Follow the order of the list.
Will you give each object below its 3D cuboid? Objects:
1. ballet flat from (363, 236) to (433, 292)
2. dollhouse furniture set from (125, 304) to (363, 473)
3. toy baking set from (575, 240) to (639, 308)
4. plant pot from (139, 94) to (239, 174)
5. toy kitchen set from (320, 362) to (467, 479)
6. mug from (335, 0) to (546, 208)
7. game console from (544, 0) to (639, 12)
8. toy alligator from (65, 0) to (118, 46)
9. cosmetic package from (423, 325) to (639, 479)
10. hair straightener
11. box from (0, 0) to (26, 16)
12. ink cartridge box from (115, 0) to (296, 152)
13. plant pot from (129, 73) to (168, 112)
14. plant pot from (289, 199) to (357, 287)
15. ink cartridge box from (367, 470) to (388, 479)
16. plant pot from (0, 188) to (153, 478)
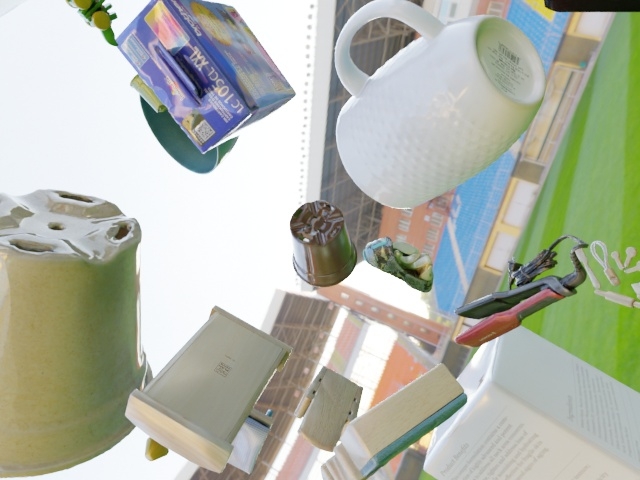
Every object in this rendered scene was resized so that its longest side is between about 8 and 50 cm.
[{"bbox_3d":[0.155,0.042,0.799,0.188,0.070,0.070,22,-90,-41],"label":"ballet flat"},{"bbox_3d":[-0.141,0.307,0.687,0.304,0.286,0.198,-66,-7,31],"label":"dollhouse furniture set"},{"bbox_3d":[0.906,0.102,1.433,0.030,0.256,0.197,-16,-76,-21],"label":"toy baking set"},{"bbox_3d":[-0.324,-0.358,1.293,0.195,0.290,0.290,-46,-29,-34],"label":"plant pot"},{"bbox_3d":[0.104,0.263,0.489,0.122,0.166,0.207,-24,-30,-26],"label":"toy kitchen set"},{"bbox_3d":[0.190,-0.270,0.861,0.276,0.374,0.328,-58,14,-29],"label":"mug"},{"bbox_3d":[0.295,-0.339,0.373,0.044,0.213,0.361,-64,-32,-15],"label":"game console"},{"bbox_3d":[-0.391,-0.404,0.755,0.051,0.056,0.190,-51,-43,-9],"label":"toy alligator"},{"bbox_3d":[0.526,0.469,1.138,0.327,0.393,0.330,-36,-26,-58],"label":"cosmetic package"},{"bbox_3d":[0.230,0.052,0.557,0.230,0.047,0.089,115,166,-56],"label":"hair straightener"},{"bbox_3d":[-0.300,-0.297,0.108,0.480,0.297,0.472,-47,-67,-20],"label":"box"},{"bbox_3d":[-0.230,-0.354,0.987,0.151,0.270,0.395,-33,12,25],"label":"ink cartridge box"},{"bbox_3d":[-0.370,-0.335,1.051,0.083,0.079,0.083,-34,6,4],"label":"plant pot"},{"bbox_3d":[0.000,0.000,1.106,0.167,0.166,0.165,-59,-23,-25],"label":"plant pot"},{"bbox_3d":[0.079,0.493,0.716,0.168,0.171,0.233,-38,-45,-26],"label":"ink cartridge box"},{"bbox_3d":[-0.402,0.102,0.694,0.333,0.333,0.306,-29,-40,-61],"label":"plant pot"}]
